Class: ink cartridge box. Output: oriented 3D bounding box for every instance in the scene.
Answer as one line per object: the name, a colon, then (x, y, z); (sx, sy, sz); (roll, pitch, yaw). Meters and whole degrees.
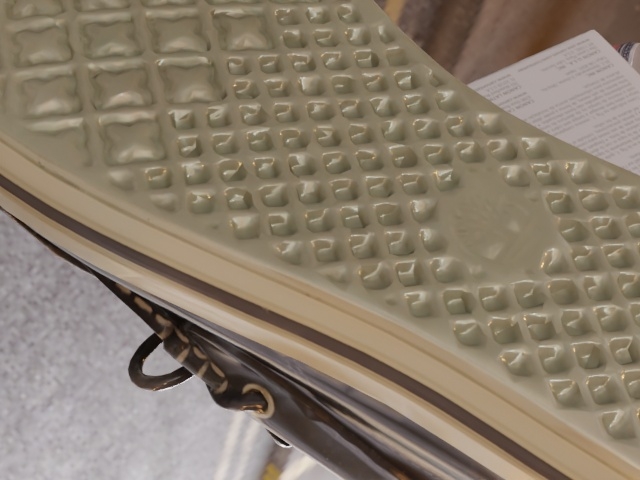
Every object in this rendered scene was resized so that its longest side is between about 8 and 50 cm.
ink cartridge box: (0.138, 0.001, 0.699); (0.189, 0.232, 0.066); (-25, 150, -15)

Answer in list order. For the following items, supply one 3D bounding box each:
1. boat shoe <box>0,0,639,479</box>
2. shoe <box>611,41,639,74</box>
boat shoe: (0.000, 0.000, 0.523); (0.187, 0.500, 0.156); (-48, 164, -33)
shoe: (0.310, -0.128, 1.295); (0.063, 0.081, 0.178); (-59, 133, -30)
